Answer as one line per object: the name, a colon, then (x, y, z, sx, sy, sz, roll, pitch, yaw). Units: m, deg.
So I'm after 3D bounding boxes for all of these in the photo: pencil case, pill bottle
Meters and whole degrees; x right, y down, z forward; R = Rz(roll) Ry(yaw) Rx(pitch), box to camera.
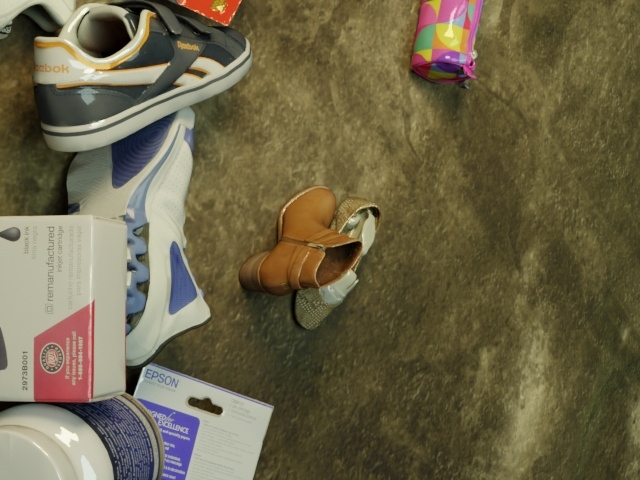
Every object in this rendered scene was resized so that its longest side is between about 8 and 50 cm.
pencil case: (0.203, -0.351, 1.537, 0.104, 0.104, 0.236, 17, 76, -39)
pill bottle: (-0.257, 0.228, 0.987, 0.265, 0.153, 0.153, 23, 66, -83)

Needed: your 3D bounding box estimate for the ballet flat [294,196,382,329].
ballet flat: (0.028, 0.027, 1.384, 0.073, 0.067, 0.206, 37, 65, -35)

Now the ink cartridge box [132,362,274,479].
ink cartridge box: (-0.168, 0.270, 1.216, 0.206, 0.045, 0.208, 28, 71, -36)

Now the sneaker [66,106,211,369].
sneaker: (-0.203, 0.012, 1.161, 0.182, 0.127, 0.315, 58, 35, -52)

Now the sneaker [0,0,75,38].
sneaker: (-0.374, -0.263, 1.033, 0.292, 0.110, 0.118, -12, 105, -40)

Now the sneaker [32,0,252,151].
sneaker: (-0.187, -0.212, 1.135, 0.321, 0.126, 0.127, -41, 130, -50)

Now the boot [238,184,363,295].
boot: (0.000, 0.000, 1.305, 0.073, 0.152, 0.197, 52, 57, -26)

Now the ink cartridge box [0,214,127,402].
ink cartridge box: (-0.313, 0.064, 0.971, 0.100, 0.237, 0.172, 19, 70, -80)

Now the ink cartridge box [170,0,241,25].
ink cartridge box: (-0.161, -0.353, 1.199, 0.179, 0.045, 0.145, 24, 69, 0)
